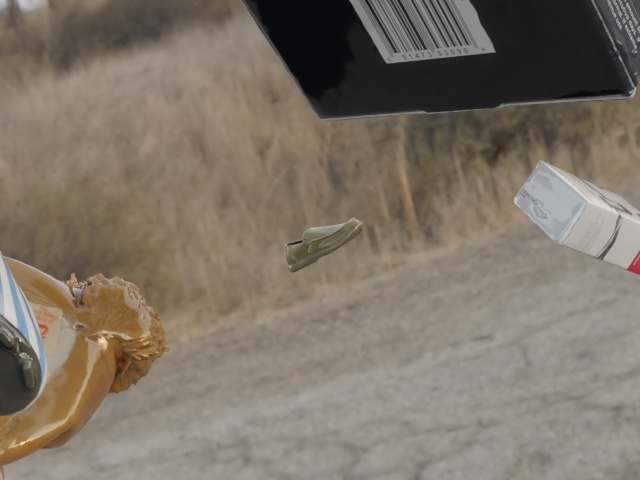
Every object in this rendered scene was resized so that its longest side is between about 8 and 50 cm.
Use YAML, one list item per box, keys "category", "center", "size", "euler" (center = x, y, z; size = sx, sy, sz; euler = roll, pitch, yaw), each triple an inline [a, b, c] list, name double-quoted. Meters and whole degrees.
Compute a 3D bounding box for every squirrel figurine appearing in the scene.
- category: "squirrel figurine"
  center: [-0.417, 0.202, 1.952]
  size: [0.397, 0.281, 0.370]
  euler: [-21, -19, -39]

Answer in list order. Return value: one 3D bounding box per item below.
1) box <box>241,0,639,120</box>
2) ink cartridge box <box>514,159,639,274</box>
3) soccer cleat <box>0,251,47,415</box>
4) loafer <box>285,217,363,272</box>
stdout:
- category: "box"
  center: [0.212, -0.421, 1.742]
  size: [0.480, 0.297, 0.471]
  euler: [-1, 45, 41]
- category: "ink cartridge box"
  center: [0.322, -0.026, 1.660]
  size: [0.150, 0.063, 0.109]
  euler: [19, 19, -36]
- category: "soccer cleat"
  center: [-0.379, 0.025, 1.413]
  size: [0.116, 0.331, 0.143]
  euler: [-24, 12, -4]
- category: "loafer"
  center: [0.000, 0.000, 2.150]
  size: [0.148, 0.050, 0.056]
  euler: [-31, 0, 26]
